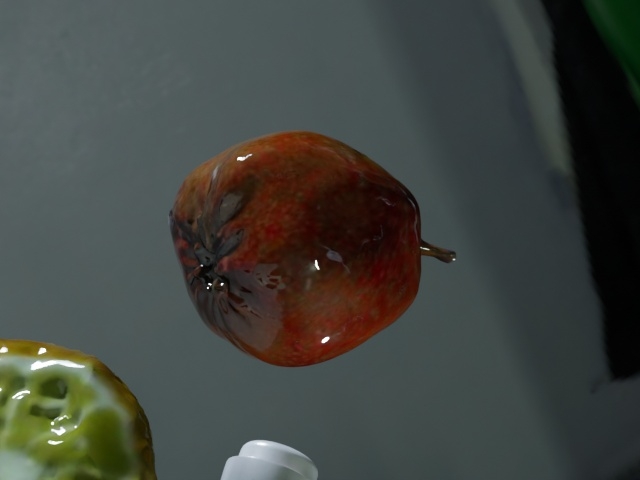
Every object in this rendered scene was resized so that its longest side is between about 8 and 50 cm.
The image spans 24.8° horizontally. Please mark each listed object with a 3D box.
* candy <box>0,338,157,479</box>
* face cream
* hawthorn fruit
[{"bbox_3d":[-0.253,0.195,1.142,0.260,0.259,0.118,55,-21,38],"label":"candy"},{"bbox_3d":[-0.050,0.235,1.310,0.091,0.095,0.091,16,-28,9],"label":"face cream"},{"bbox_3d":[-0.020,-0.002,1.802,0.308,0.324,0.308,33,-36,28],"label":"hawthorn fruit"}]
